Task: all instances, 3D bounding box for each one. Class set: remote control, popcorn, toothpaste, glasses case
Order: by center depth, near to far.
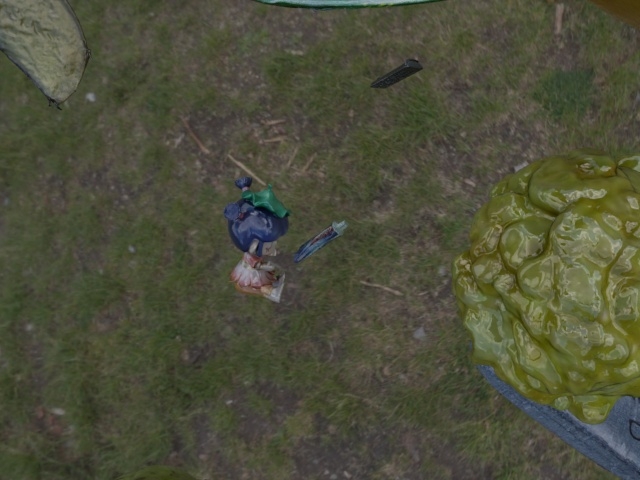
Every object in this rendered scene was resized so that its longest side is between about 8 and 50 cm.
[{"bbox_3d":[0.233,0.037,0.554,0.217,0.181,0.234,-28,99,-22],"label":"popcorn"},{"bbox_3d":[0.296,0.180,0.750,0.282,0.109,0.067,38,139,-3],"label":"glasses case"},{"bbox_3d":[0.000,0.000,0.755,0.083,0.027,0.019,-33,119,30],"label":"toothpaste"},{"bbox_3d":[0.106,-0.235,0.903,0.091,0.034,0.016,-12,83,59],"label":"remote control"}]

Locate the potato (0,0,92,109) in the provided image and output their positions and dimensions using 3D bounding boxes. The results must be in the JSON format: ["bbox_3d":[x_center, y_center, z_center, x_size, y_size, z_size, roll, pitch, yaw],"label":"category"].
[{"bbox_3d":[-0.334,-0.265,0.658,0.098,0.243,0.138,-41,39,0],"label":"potato"}]

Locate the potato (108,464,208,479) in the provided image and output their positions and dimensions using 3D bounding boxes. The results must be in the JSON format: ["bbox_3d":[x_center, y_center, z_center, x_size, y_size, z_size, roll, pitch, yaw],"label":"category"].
[{"bbox_3d":[-0.160,0.354,0.680,0.149,0.197,0.228,-39,66,40],"label":"potato"}]

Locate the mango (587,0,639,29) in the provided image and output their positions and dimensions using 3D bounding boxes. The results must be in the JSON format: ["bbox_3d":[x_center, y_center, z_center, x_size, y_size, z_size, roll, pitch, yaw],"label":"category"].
[{"bbox_3d":[0.281,-0.180,0.423,0.317,0.177,0.119,38,121,23],"label":"mango"}]

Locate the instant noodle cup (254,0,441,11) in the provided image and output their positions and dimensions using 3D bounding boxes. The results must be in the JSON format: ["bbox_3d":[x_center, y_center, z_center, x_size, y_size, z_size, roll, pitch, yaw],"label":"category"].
[{"bbox_3d":[0.026,-0.306,0.465,0.207,0.207,0.232,12,124,25],"label":"instant noodle cup"}]

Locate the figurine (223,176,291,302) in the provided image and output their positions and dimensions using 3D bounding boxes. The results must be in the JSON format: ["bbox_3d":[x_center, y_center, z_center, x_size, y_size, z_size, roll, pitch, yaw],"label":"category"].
[{"bbox_3d":[-0.102,0.004,1.015,0.102,0.111,0.194,5,115,-5],"label":"figurine"}]
